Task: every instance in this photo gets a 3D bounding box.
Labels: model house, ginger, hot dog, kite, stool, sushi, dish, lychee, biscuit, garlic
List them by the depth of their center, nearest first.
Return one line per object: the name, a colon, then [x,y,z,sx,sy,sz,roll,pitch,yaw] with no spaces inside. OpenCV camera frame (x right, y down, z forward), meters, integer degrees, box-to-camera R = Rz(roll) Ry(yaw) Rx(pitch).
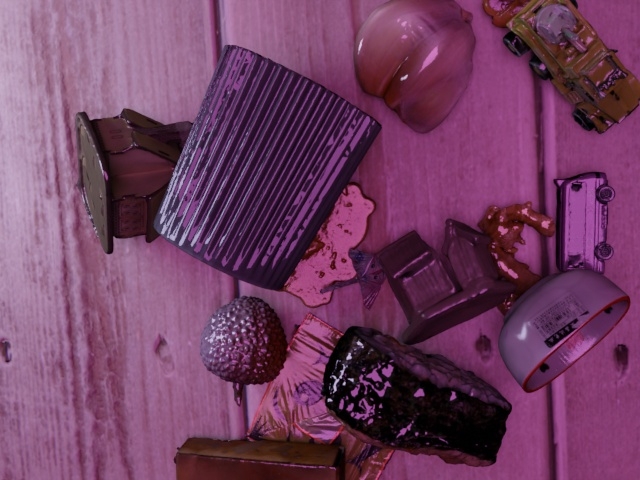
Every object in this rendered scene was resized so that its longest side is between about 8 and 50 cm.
stool: [-0.099,-0.114,1.408,0.297,0.297,0.330,27,93,3]
dish: [0.401,0.141,1.433,0.256,0.256,0.117,-43,63,8]
sushi: [0.160,0.280,1.446,0.350,0.211,0.170,23,97,-25]
hot dog: [0.355,-0.430,1.465,0.140,0.060,0.090,-38,82,15]
garlic: [0.169,-0.331,1.468,0.217,0.110,0.228,36,98,5]
model house: [0.208,0.064,1.486,0.229,0.122,0.188,-29,80,14]
ginger: [0.348,0.025,1.508,0.176,0.052,0.193,43,110,11]
lychee: [-0.140,0.197,1.513,0.165,0.165,0.197,12,87,5]
model house: [-0.288,-0.122,1.532,0.279,0.218,0.204,-11,50,-24]
kite: [0.069,0.075,1.534,0.153,0.005,0.137,-26,116,-13]
biscuit: [0.000,-0.001,1.546,0.184,0.035,0.248,24,97,1]
kite: [0.009,0.324,1.587,0.328,0.013,0.377,-20,93,8]

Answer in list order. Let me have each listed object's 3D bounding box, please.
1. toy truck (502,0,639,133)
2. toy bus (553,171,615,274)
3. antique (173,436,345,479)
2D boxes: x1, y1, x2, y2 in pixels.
toy truck: [0.441,-0.298,1.410,0.128,0.135,0.259,-43,107,6]
toy bus: [0.461,-0.032,1.473,0.098,0.087,0.178,1,96,10]
antique: [-0.112,0.428,1.559,0.310,0.093,0.087,2,101,9]
